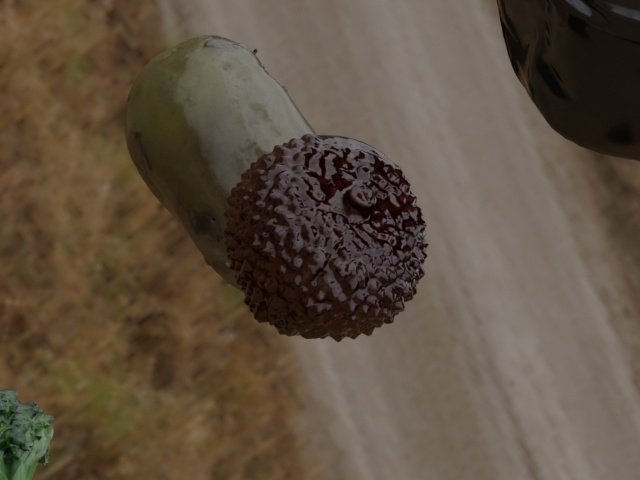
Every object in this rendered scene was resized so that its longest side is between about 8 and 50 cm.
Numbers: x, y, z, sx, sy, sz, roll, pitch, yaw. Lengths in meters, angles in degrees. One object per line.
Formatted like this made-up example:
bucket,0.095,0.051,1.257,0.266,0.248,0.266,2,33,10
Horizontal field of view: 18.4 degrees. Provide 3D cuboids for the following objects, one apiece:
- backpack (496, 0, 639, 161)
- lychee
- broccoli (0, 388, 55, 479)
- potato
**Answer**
backpack,0.252,-0.225,1.176,0.363,0.446,0.255,7,43,3
lychee,0.003,0.001,1.125,0.129,0.123,0.123,88,-20,-64
broccoli,-0.262,0.194,1.159,0.241,0.261,0.269,28,-6,9
potato,-0.064,-0.058,1.691,0.262,0.165,0.165,49,21,13
